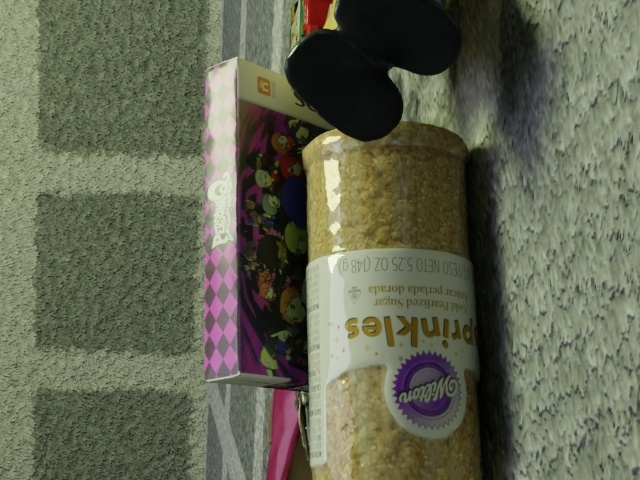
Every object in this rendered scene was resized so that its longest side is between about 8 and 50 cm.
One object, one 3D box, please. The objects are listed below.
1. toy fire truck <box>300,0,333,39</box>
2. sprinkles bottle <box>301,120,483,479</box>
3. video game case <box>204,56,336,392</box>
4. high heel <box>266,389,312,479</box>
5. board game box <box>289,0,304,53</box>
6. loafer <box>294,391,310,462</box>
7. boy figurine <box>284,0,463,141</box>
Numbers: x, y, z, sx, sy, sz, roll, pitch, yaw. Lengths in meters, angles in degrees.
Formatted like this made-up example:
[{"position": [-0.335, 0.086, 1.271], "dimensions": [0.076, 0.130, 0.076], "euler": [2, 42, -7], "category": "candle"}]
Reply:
[{"position": [0.010, -0.214, 1.181], "dimensions": [0.135, 0.047, 0.192], "euler": [-177, 90, -79], "category": "toy fire truck"}, {"position": [0.048, 0.103, 0.737], "dimensions": [0.121, 0.121, 0.355], "euler": [126, 144, -72], "category": "sprinkles bottle"}, {"position": [0.000, 0.000, 0.836], "dimensions": [0.042, 0.210, 0.232], "euler": [-14, 70, 40], "category": "video game case"}, {"position": [0.008, 0.250, 0.962], "dimensions": [0.181, 0.127, 0.377], "euler": [119, 147, -54], "category": "high heel"}, {"position": [-0.020, -0.175, 1.394], "dimensions": [0.136, 0.030, 0.259], "euler": [-167, 78, -77], "category": "board game box"}, {"position": [0.017, 0.109, 0.928], "dimensions": [0.096, 0.084, 0.267], "euler": [29, -121, -50], "category": "loafer"}, {"position": [0.048, -0.178, 0.772], "dimensions": [0.177, 0.092, 0.285], "euler": [-47, 17, 26], "category": "boy figurine"}]
